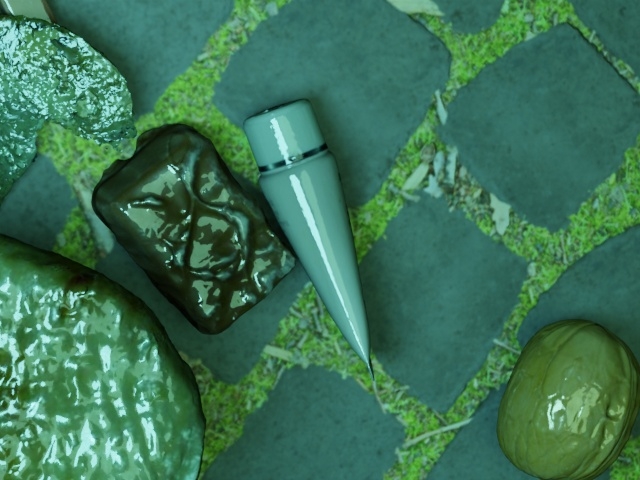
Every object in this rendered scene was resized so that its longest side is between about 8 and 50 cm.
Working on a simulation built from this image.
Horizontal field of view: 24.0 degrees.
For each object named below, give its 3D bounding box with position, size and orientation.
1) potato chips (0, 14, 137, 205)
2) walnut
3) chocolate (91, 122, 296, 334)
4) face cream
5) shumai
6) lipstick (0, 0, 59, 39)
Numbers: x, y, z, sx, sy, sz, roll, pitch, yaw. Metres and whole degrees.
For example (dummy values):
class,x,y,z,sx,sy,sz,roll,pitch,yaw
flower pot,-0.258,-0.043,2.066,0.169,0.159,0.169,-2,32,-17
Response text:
class,x,y,z,sx,sy,sz,roll,pitch,yaw
potato chips,-0.305,-0.136,1.551,0.220,0.029,0.202,-13,104,4
walnut,0.298,0.193,1.790,0.165,0.165,0.197,28,90,-21
chocolate,-0.136,-0.016,1.633,0.148,0.093,0.214,-43,109,-12
face cream,0.000,0.000,1.677,0.089,0.143,0.314,-18,99,0
shumai,-0.317,0.163,1.464,0.398,0.323,0.324,27,84,-9
lipstick,-0.298,-0.220,1.570,0.045,0.045,0.145,-28,105,-13
